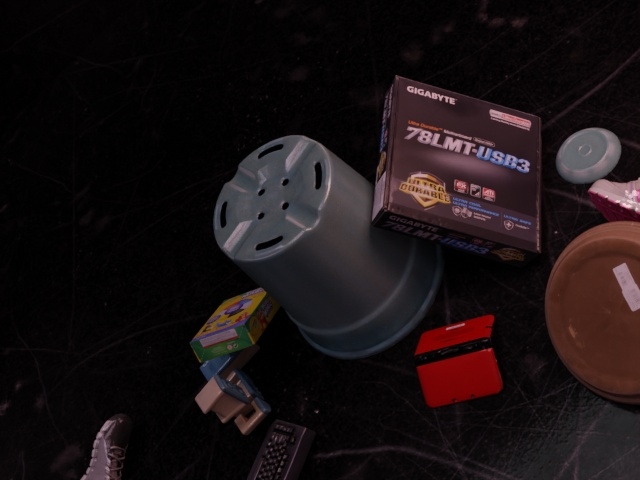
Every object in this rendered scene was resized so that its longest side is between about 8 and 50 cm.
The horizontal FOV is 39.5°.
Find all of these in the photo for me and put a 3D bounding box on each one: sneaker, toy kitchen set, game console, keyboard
[{"bbox_3d":[0.558,-0.063,1.428,0.252,0.103,0.111,19,70,36],"label":"sneaker"},{"bbox_3d":[-0.180,0.251,1.727,0.122,0.166,0.207,-47,45,2],"label":"toy kitchen set"},{"bbox_3d":[0.243,0.207,1.541,0.144,0.085,0.124,-18,21,27],"label":"game console"},{"bbox_3d":[-0.417,0.481,1.826,0.132,0.086,0.228,20,86,38],"label":"sneaker"},{"bbox_3d":[-0.090,0.480,1.583,0.201,0.033,0.317,3,64,49],"label":"keyboard"}]

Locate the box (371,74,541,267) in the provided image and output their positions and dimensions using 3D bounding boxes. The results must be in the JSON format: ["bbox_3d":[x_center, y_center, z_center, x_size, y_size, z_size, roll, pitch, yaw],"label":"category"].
[{"bbox_3d":[0.247,-0.126,1.584,0.073,0.295,0.293,125,157,-59],"label":"box"}]

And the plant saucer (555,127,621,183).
[{"bbox_3d":[0.476,-0.157,1.598,0.119,0.021,0.119,-19,53,27],"label":"plant saucer"}]

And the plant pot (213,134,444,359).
[{"bbox_3d":[0.000,0.000,1.638,0.341,0.334,0.341,-20,52,27],"label":"plant pot"}]

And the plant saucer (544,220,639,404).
[{"bbox_3d":[0.449,0.110,1.332,0.278,0.041,0.278,4,96,47],"label":"plant saucer"}]

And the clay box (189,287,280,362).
[{"bbox_3d":[-0.159,0.154,1.773,0.127,0.053,0.222,-21,15,21],"label":"clay box"}]
